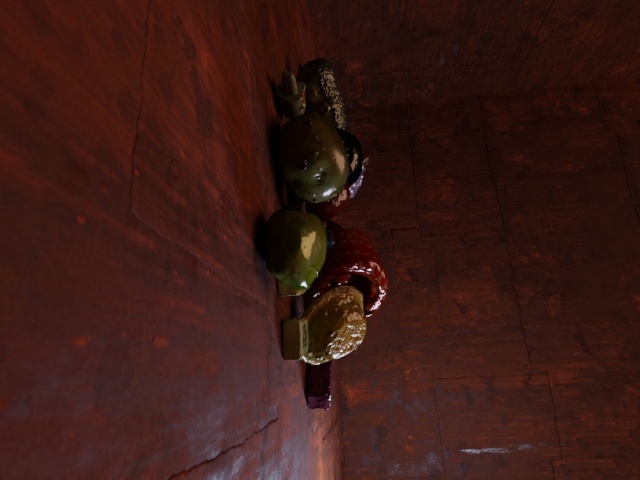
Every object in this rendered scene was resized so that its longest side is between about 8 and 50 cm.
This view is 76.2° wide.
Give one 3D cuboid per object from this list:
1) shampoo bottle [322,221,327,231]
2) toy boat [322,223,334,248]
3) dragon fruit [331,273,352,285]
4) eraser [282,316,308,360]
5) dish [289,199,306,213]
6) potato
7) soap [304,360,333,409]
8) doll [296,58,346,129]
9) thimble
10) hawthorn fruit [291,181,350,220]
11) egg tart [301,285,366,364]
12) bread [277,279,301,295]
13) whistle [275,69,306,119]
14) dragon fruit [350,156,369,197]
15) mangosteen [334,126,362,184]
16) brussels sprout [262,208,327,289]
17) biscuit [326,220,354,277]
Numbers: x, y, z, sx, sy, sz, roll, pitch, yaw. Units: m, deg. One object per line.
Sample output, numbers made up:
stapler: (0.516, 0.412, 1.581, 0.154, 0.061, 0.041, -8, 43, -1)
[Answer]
shampoo bottle: (-0.005, -0.057, 2.144, 0.085, 0.086, 0.244, 72, 13, -68)
toy boat: (0.000, 0.000, 1.384, 0.223, 0.097, 0.100, 89, -3, -66)
dragon fruit: (0.062, 0.210, 2.072, 0.234, 0.234, 0.292, 55, 10, -79)
eraser: (-0.074, 0.295, 1.244, 0.172, 0.058, 0.117, 54, 32, -80)
dish: (-0.083, -0.050, 1.382, 0.191, 0.066, 0.190, -1, 90, -89)
potato: (-0.036, -0.292, 1.326, 0.359, 0.220, 0.269, -103, 177, -46)
soap: (-0.003, 0.554, 1.609, 0.250, 0.099, 0.162, -70, 162, -77)
doll: (-0.014, -0.604, 1.787, 0.247, 0.248, 0.349, -84, 172, -61)
thimble: (0.087, 0.146, 1.597, 0.230, 0.351, 0.350, -108, -173, -53)
hawthorn fruit: (-0.017, -0.175, 1.559, 0.266, 0.210, 0.230, -27, -137, 61)
egg tart: (0.058, 0.308, 1.416, 0.128, 0.319, 0.318, 28, -45, 45)
bread: (-0.083, 0.103, 1.248, 0.188, 0.068, 0.125, 39, 46, -83)
whistle: (-0.100, -0.486, 1.377, 0.253, 0.102, 0.105, 81, 14, -77)
dragon fruit: (0.052, -0.342, 2.012, 0.262, 0.315, 0.296, -114, -159, -53)
mangosteen: (0.037, -0.322, 1.698, 0.287, 0.288, 0.233, 79, 16, -52)
brussels sprout: (-0.063, 0.025, 1.035, 0.223, 0.161, 0.223, -11, 90, -80)
biscuit: (0.110, 0.079, 2.214, 0.394, 0.070, 0.350, 52, -32, 30)
